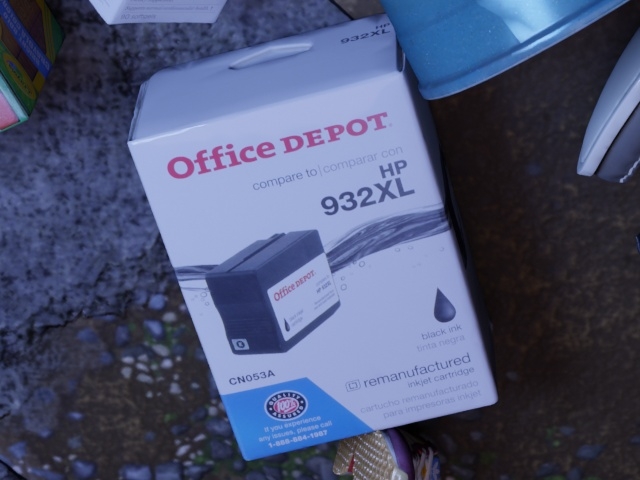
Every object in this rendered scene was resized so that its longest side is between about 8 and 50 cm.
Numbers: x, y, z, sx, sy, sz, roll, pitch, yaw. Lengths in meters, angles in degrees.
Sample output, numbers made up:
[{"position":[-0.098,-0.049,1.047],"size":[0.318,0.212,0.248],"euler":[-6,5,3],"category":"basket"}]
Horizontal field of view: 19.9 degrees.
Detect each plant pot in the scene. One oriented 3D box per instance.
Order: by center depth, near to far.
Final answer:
[{"position":[0.121,-0.275,1.260],"size":[0.272,0.271,0.255],"euler":[-30,99,16],"category":"plant pot"}]

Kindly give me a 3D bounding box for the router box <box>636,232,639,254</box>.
[{"position":[0.337,-0.009,1.511],"size":[0.092,0.038,0.122],"euler":[37,113,-16],"category":"router box"}]

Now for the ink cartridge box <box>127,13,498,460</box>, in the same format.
[{"position":[0.000,0.000,1.471],"size":[0.223,0.129,0.307],"euler":[-13,117,9],"category":"ink cartridge box"}]

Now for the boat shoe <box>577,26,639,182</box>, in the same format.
[{"position":[0.301,-0.162,1.391],"size":[0.091,0.109,0.305],"euler":[27,112,-7],"category":"boat shoe"}]

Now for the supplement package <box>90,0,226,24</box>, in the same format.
[{"position":[-0.104,-0.256,1.317],"size":[0.105,0.105,0.179],"euler":[-7,140,-43],"category":"supplement package"}]

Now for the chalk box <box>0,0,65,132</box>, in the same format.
[{"position":[-0.291,-0.140,1.355],"size":[0.132,0.213,0.132],"euler":[-23,115,13],"category":"chalk box"}]

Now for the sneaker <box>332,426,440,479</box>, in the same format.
[{"position":[0.069,0.189,1.550],"size":[0.084,0.185,0.069],"euler":[12,93,-12],"category":"sneaker"}]
